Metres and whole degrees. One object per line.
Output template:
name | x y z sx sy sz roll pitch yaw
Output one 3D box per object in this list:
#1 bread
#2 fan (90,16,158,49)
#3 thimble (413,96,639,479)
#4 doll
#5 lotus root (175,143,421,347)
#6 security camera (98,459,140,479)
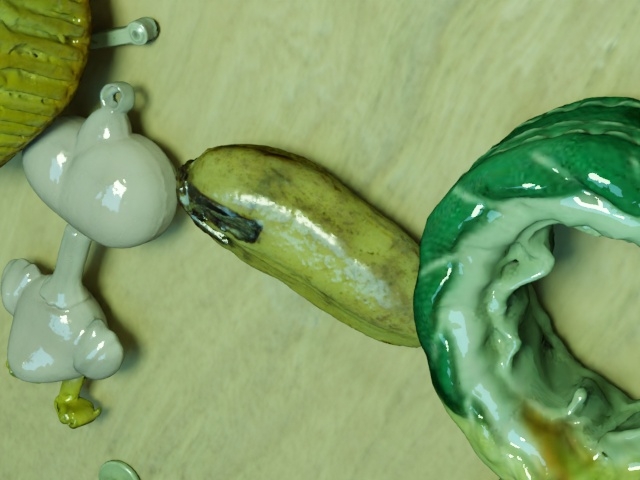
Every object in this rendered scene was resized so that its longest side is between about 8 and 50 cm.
bread | -0.317 -0.180 0.943 0.253 0.142 0.227 -39 64 24
fan | -0.263 -0.169 1.017 0.282 0.023 0.057 -1 103 30
thimble | 0.198 0.052 0.771 0.254 0.167 0.288 11 114 25
doll | -0.227 0.016 1.029 0.160 0.094 0.365 36 121 23
lotus root | 0.000 0.000 0.900 0.258 0.097 0.110 34 158 3
security camera | -0.228 0.271 1.132 0.058 0.092 0.058 10 115 23
